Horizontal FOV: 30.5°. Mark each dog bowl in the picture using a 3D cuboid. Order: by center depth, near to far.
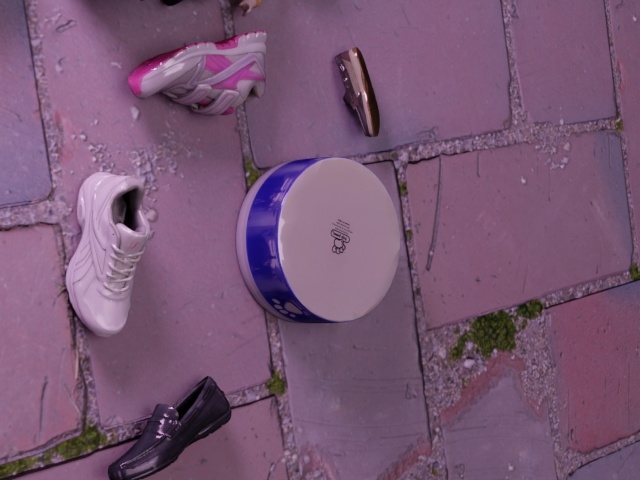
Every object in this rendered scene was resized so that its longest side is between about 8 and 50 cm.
[{"bbox_3d":[0.000,0.000,1.863,0.265,0.104,0.265,2,87,-40],"label":"dog bowl"}]

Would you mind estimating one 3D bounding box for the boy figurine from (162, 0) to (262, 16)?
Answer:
[{"bbox_3d":[-0.123,-0.433,1.785,0.285,0.092,0.177,-24,101,-35],"label":"boy figurine"}]

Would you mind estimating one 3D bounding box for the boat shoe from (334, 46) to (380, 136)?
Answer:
[{"bbox_3d":[0.062,-0.244,1.962,0.056,0.049,0.152,-13,90,-70],"label":"boat shoe"}]

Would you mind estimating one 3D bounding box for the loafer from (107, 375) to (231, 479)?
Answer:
[{"bbox_3d":[-0.222,0.273,1.685,0.223,0.076,0.078,-33,104,-42],"label":"loafer"}]

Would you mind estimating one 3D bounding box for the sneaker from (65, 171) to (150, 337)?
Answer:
[{"bbox_3d":[-0.284,0.018,1.610,0.090,0.115,0.232,2,87,-40],"label":"sneaker"}]

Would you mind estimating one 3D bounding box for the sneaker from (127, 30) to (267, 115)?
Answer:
[{"bbox_3d":[-0.166,-0.235,1.731,0.252,0.103,0.111,-20,100,-39],"label":"sneaker"}]
